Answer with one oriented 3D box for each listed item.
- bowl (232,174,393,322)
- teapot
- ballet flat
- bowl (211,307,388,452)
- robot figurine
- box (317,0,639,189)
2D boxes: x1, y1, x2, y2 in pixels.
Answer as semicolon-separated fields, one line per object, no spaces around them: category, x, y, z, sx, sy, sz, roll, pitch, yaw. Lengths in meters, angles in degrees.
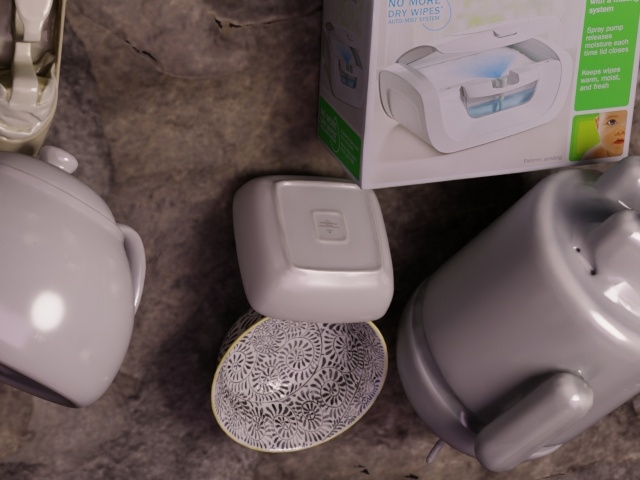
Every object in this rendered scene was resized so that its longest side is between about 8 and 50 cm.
bowl;0.000;0.000;1.609;0.142;0.142;0.053;3;149;-23
teapot;-0.247;0.013;1.483;0.252;0.256;0.187;28;77;-13
ballet flat;-0.244;-0.156;1.470;0.086;0.086;0.248;1;114;-23
bowl;-0.030;0.106;1.680;0.170;0.080;0.170;-10;126;-14
robot figurine;0.204;0.073;1.640;0.200;0.300;0.353;36;132;-13
box;0.140;-0.184;1.592;0.262;0.127;0.231;-6;118;-19
